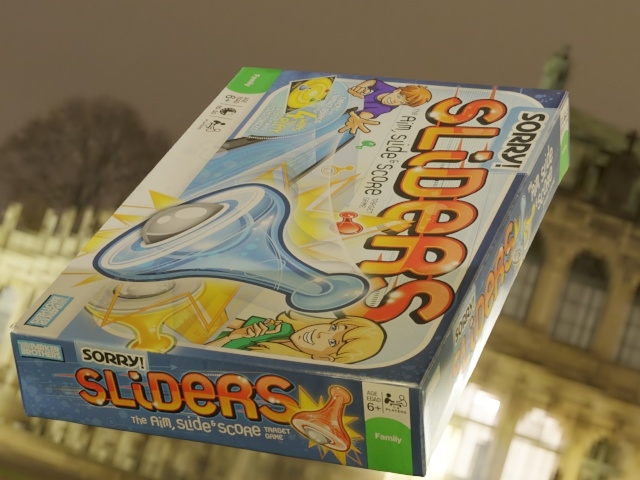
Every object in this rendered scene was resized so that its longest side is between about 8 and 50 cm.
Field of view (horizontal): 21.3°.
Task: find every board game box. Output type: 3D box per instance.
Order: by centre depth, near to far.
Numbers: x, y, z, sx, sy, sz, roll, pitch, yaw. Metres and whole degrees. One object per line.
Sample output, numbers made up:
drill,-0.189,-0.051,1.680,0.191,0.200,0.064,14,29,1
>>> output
board game box,0.000,0.000,0.593,0.136,0.035,0.201,6,32,18
